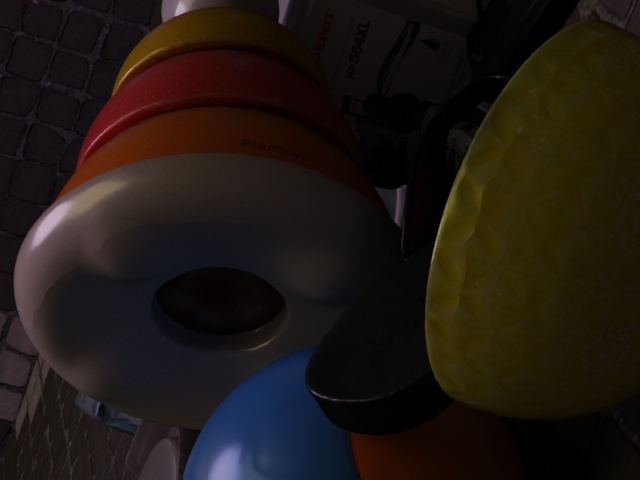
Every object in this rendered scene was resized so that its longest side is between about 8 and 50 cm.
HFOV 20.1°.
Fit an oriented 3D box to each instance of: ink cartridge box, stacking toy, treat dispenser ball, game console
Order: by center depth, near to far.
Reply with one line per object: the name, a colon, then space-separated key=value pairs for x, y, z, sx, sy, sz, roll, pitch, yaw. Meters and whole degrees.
treat dispenser ball: x=0.029 y=0.225 z=1.460 sx=0.288 sy=0.288 sz=0.288 roll=-165 pitch=90 yaw=-72
stacking toy: x=-0.084 y=-0.096 z=1.672 sx=0.350 sy=0.350 sz=0.480 roll=123 pitch=156 yaw=-44
game console: x=0.229 y=-0.289 z=1.696 sx=0.213 sy=0.044 sz=0.361 roll=-91 pitch=24 yaw=-46
ink cartridge box: x=0.053 y=-0.161 z=1.850 sx=0.086 sy=0.203 sz=0.148 roll=-146 pitch=72 yaw=-72

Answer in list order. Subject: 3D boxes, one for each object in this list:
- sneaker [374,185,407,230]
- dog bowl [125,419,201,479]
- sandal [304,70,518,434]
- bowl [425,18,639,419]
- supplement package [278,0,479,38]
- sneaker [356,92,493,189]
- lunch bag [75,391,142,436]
sneaker: x=0.000 y=0.000 z=1.918 sx=0.124 sy=0.178 sz=0.295 roll=131 pitch=150 yaw=-54
dog bowl: x=-0.170 y=0.361 z=2.118 sx=0.349 sy=0.102 sz=0.349 roll=-167 pitch=90 yaw=-75
sandal: x=0.129 y=-0.036 z=1.404 sx=0.167 sy=0.107 sz=0.446 roll=-4 pitch=37 yaw=39
bowl: x=0.214 y=0.007 z=1.246 sx=0.156 sy=0.289 sz=0.289 roll=23 pitch=99 yaw=30
supplement package: x=0.034 y=-0.237 z=2.020 sx=0.293 sy=0.175 sz=0.177 roll=124 pitch=155 yaw=-45
sneaker: x=0.113 y=-0.070 z=1.656 sx=0.268 sy=0.153 sz=0.101 roll=-126 pitch=41 yaw=-69
lunch bag: x=-0.221 y=0.148 z=2.515 sx=0.262 sy=0.160 sz=0.223 roll=-65 pitch=14 yaw=-6
